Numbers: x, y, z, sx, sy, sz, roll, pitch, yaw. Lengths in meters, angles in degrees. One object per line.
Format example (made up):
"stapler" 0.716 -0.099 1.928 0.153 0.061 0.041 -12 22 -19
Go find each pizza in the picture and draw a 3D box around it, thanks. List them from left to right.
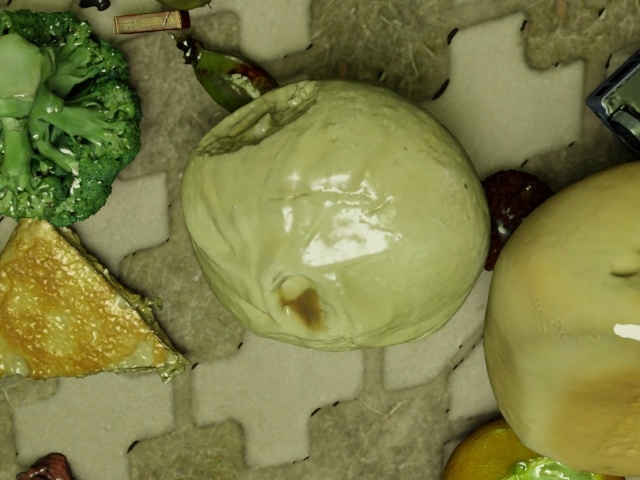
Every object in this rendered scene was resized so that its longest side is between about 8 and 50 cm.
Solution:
"pizza" -0.310 0.117 1.084 0.288 0.075 0.279 28 108 -5

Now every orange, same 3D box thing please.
"orange" 0.264 0.305 1.029 0.237 0.158 0.179 -10 144 11

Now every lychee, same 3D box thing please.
"lychee" 0.227 -0.021 0.986 0.123 0.123 0.129 43 130 -6

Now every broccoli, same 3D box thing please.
"broccoli" -0.336 -0.150 0.924 0.270 0.270 0.269 1 79 -7

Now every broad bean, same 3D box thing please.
"broad bean" -0.054 -0.144 1.001 0.339 0.061 0.077 46 122 -6

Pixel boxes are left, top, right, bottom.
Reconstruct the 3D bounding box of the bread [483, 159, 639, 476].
"bread" 0.349 0.089 0.858 0.348 0.252 0.376 -2 144 10

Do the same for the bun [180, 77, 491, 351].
"bun" 0.002 0.004 0.909 0.365 0.202 0.364 13 133 14

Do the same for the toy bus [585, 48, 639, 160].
"toy bus" 0.452 -0.095 0.942 0.125 0.133 0.292 -44 94 7

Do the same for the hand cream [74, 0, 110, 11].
"hand cream" -0.312 -0.361 0.980 0.087 0.054 0.186 -33 92 7

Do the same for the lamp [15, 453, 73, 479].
"lamp" -0.374 0.427 1.121 0.215 0.151 0.223 26 102 -6

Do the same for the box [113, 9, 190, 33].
"box" -0.205 -0.267 0.990 0.082 0.051 0.023 -4 105 5

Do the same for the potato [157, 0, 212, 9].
"potato" -0.178 -0.384 0.924 0.149 0.113 0.251 -14 107 29
